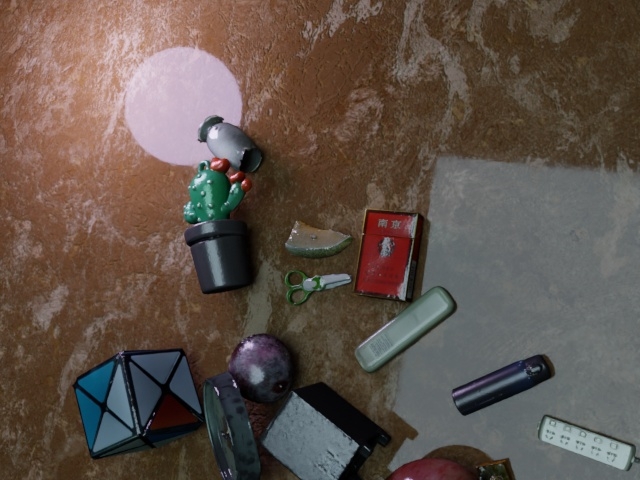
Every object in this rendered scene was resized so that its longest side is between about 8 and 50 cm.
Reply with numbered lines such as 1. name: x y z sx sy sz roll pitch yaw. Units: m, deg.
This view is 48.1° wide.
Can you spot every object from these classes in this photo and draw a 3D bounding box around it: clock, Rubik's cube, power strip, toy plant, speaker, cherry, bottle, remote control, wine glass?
1. clock: -0.243 0.518 1.930 0.067 0.325 0.325 -12 73 -21
2. Rubik's cube: -0.521 0.466 2.058 0.246 0.250 0.248 -31 68 31
3. power strip: 0.634 0.480 1.686 0.253 0.027 0.060 16 89 25
4. toy plant: -0.314 -0.049 2.107 0.279 0.185 0.400 151 110 -63
5. speaker: 0.015 0.517 1.846 0.254 0.232 0.184 35 97 20
6. cherry: -0.158 0.357 1.976 0.195 0.195 0.195 -4 81 23
7. bottle: 0.444 0.353 1.761 0.244 0.082 0.072 -28 70 17
8. remote control: 0.218 0.237 1.902 0.309 0.038 0.090 -41 66 13
9. wine glass: -0.275 -0.290 2.162 0.204 0.111 0.111 40 99 27

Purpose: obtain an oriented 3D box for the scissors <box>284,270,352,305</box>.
1. scissors: -0.007 0.124 2.026 0.204 0.027 0.101 -11 79 24

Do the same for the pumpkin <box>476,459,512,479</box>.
1. pumpkin: 0.428 0.584 1.749 0.074 0.054 0.083 -22 80 23

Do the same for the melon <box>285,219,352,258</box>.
1. melon: -0.004 0.007 2.040 0.182 0.054 0.098 15 73 25

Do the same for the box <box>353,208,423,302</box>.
1. box: 0.184 0.039 1.928 0.153 0.074 0.239 6 83 30

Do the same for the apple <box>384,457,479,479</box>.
1. apple: 0.279 0.692 1.696 0.345 0.269 0.344 0 91 44
